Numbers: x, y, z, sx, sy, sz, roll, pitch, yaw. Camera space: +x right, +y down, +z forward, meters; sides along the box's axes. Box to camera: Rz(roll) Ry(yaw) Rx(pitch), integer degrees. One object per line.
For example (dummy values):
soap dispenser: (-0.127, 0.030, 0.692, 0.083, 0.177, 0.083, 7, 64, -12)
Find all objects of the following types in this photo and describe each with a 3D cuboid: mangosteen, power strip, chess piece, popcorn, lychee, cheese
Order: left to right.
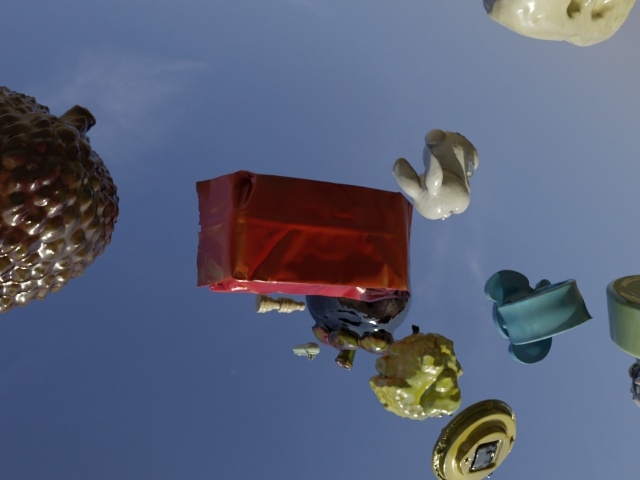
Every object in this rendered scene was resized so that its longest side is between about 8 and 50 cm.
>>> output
lychee: (-0.342, -0.040, 0.669, 0.236, 0.236, 0.271, 32, -98, -8)
chess piece: (-0.072, 0.117, 1.139, 0.092, 0.035, 0.035, 6, -131, -23)
power strip: (-0.026, 0.223, 1.232, 0.055, 0.083, 0.035, 9, -107, -16)
mangosteen: (0.086, 0.167, 1.539, 0.275, 0.275, 0.302, 16, -100, -26)
popcorn: (0.172, 0.231, 1.083, 0.173, 0.173, 0.142, 26, -142, -15)
cheese: (0.374, -0.401, 0.964, 0.251, 0.173, 0.248, 36, -140, 0)

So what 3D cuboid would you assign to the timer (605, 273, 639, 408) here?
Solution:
timer: (0.757, 0.257, 1.335, 0.291, 0.315, 0.291, 1, -167, 0)

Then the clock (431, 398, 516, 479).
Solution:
clock: (0.357, 0.465, 1.387, 0.237, 0.237, 0.057, 9, -161, -32)

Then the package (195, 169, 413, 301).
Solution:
package: (-0.001, 0.000, 1.056, 0.423, 0.123, 0.196, 7, -107, -26)

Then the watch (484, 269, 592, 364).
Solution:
watch: (0.465, 0.145, 1.296, 0.211, 0.193, 0.211, 3, -103, -14)

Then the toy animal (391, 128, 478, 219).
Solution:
toy animal: (0.261, -0.151, 1.362, 0.193, 0.127, 0.178, -51, -54, -34)
